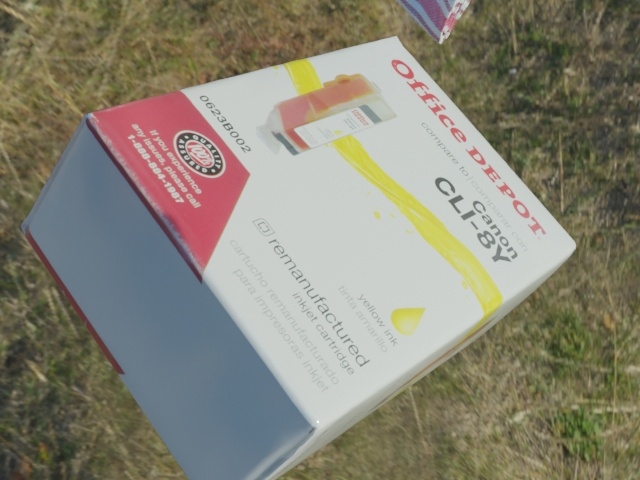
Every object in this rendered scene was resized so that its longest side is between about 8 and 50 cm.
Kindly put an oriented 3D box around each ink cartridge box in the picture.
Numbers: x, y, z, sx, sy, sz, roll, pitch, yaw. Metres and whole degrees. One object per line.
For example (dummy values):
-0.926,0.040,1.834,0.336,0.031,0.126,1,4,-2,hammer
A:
0.000,0.000,0.833,0.279,0.384,0.160,52,132,12,ink cartridge box

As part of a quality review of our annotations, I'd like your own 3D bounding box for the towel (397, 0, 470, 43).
0.110,-0.305,0.934,0.029,0.197,0.144,-22,64,-40,towel
